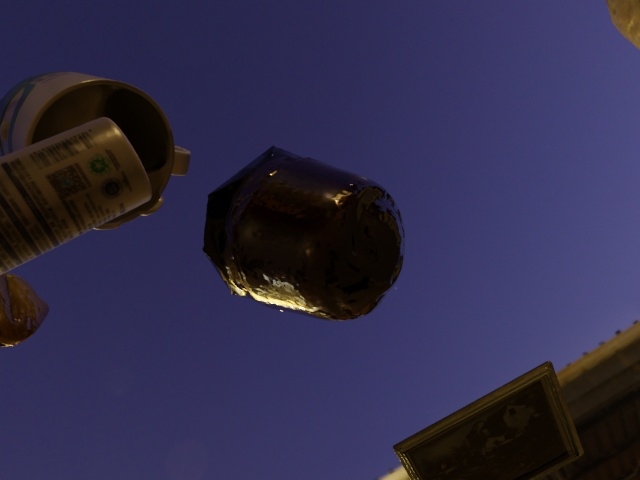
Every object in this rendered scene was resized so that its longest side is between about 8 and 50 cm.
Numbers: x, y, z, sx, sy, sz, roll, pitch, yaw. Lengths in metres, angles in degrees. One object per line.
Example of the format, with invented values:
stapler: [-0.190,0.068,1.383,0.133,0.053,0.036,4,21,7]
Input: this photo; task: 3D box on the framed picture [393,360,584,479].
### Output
framed picture: [0.295,0.358,0.806,0.296,0.019,0.232,-29,-69,-1]

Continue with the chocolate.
chocolate: [0.000,0.000,1.009,0.384,0.331,0.383,-8,-77,-39]

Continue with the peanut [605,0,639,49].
peanut: [0.363,-0.264,0.482,0.109,0.159,0.140,-20,-36,-38]

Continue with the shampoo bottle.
shampoo bottle: [-0.301,-0.005,0.402,0.303,0.092,0.092,-34,-48,-25]

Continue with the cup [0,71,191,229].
cup: [-0.365,-0.157,0.798,0.290,0.258,0.219,0,-72,-48]

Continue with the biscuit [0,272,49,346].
biscuit: [-0.642,0.064,0.912,0.045,0.154,0.299,-24,-80,18]
